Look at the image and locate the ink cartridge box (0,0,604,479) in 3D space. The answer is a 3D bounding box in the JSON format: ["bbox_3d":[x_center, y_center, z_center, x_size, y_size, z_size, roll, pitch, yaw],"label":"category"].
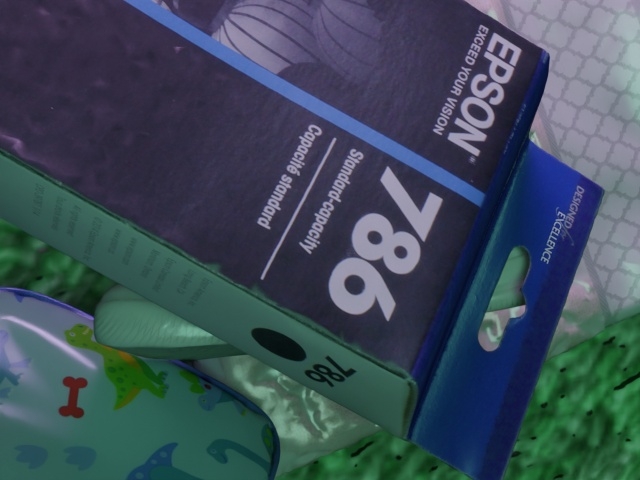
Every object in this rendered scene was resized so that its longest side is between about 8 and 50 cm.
[{"bbox_3d":[-0.029,-0.053,0.368,0.333,0.065,0.165,30,63,-9],"label":"ink cartridge box"}]

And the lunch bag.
[{"bbox_3d":[-0.120,0.122,0.373,0.176,0.219,0.090,26,121,-4],"label":"lunch bag"}]

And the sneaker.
[{"bbox_3d":[0.000,0.000,0.432,0.212,0.080,0.094,-8,83,-21],"label":"sneaker"}]

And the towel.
[{"bbox_3d":[0.048,-0.080,0.503,0.317,0.053,0.331,-19,93,-13],"label":"towel"}]
